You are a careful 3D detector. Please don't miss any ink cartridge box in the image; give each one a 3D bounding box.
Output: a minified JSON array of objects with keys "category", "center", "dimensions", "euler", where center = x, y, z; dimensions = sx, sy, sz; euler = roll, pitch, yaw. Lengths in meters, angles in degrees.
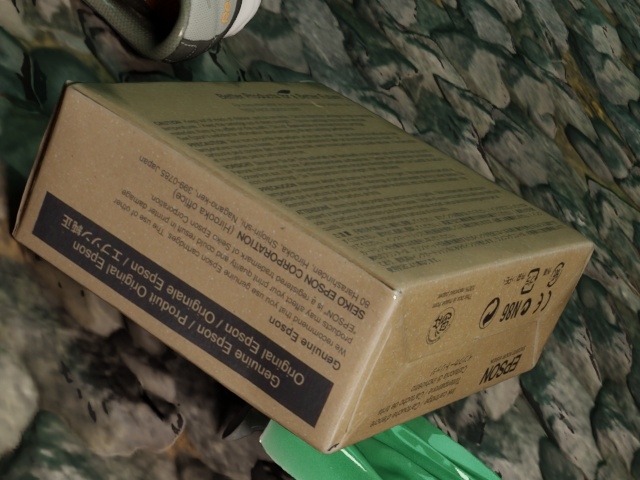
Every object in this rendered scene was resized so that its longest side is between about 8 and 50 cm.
[{"category":"ink cartridge box","center":[0.000,0.000,0.823],"dimensions":[0.193,0.088,0.234],"euler":[31,20,24]}]

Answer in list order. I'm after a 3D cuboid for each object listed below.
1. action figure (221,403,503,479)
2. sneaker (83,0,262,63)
[{"category":"action figure","center":[0.055,0.141,0.841],"dimensions":[0.232,0.063,0.137],"euler":[41,27,-13]},{"category":"sneaker","center":[-0.140,-0.212,0.933],"dimensions":[0.271,0.100,0.108],"euler":[47,32,-11]}]
